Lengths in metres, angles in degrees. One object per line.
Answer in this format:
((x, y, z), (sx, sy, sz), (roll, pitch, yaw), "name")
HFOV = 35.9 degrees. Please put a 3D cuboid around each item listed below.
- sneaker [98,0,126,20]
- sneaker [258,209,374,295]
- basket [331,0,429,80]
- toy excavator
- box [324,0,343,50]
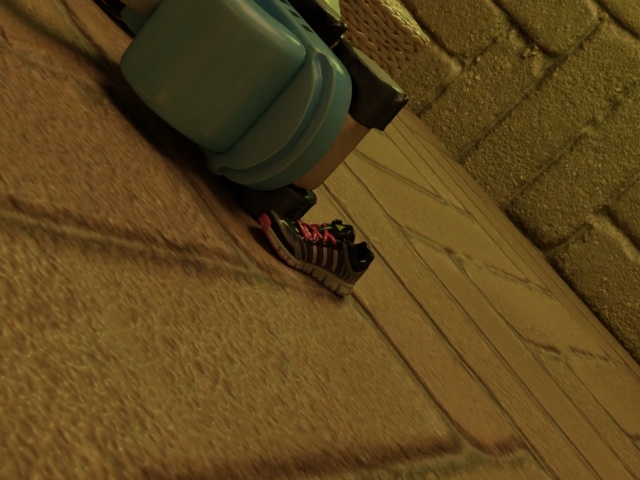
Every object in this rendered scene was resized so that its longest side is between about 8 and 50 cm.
((-0.191, -0.289, 1.374), (0.262, 0.099, 0.121), (46, 9, -3), "sneaker")
((0.000, 0.000, 1.145), (0.170, 0.075, 0.063), (35, 18, -38), "sneaker")
((0.029, -0.501, 2.271), (0.331, 0.266, 0.328), (39, 16, -22), "basket")
((-0.169, -0.259, 1.101), (0.445, 0.222, 0.433), (22, 27, -55), "toy excavator")
((-0.096, -0.475, 1.589), (0.293, 0.073, 0.295), (25, 49, -41), "box")
